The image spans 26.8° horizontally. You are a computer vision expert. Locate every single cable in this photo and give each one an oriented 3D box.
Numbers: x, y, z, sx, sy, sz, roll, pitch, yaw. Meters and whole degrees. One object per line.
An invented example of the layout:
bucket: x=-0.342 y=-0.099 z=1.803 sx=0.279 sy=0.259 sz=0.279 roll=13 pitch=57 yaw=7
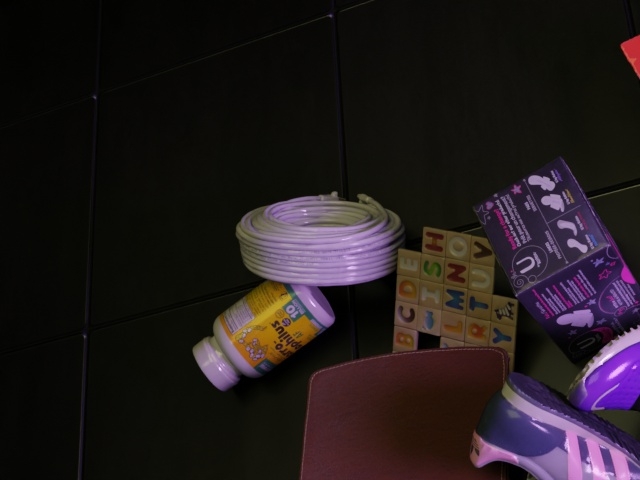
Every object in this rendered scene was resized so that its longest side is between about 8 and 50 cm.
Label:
cable: x=0.000 y=0.000 z=2.024 sx=0.257 sy=0.257 sz=0.089 roll=-149 pitch=56 yaw=-63

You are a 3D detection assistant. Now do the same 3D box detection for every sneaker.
sneaker: x=0.332 y=0.292 z=1.696 sx=0.131 sy=0.319 sz=0.112 roll=-56 pitch=10 yaw=13
sneaker: x=0.453 y=0.182 z=1.691 sx=0.293 sy=0.102 sz=0.146 roll=-14 pitch=58 yaw=-29

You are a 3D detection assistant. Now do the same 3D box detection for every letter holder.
letter holder: x=0.139 y=0.276 z=1.863 sx=0.302 sy=0.152 sz=0.214 roll=-10 pitch=59 yaw=24

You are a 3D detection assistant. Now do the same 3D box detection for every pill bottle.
pill bottle: x=-0.091 y=0.139 z=2.080 sx=0.208 sy=0.117 sz=0.117 roll=-36 pitch=53 yaw=7

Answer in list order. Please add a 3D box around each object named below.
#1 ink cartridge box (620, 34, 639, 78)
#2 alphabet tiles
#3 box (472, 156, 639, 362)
ink cartridge box: x=0.631 y=-0.205 z=1.807 sx=0.308 sy=0.091 sz=0.385 roll=-26 pitch=65 yaw=0
alphabet tiles: x=0.193 y=0.104 z=1.926 sx=0.198 sy=0.009 sz=0.237 roll=12 pitch=107 yaw=33
box: x=0.331 y=0.031 z=1.822 sx=0.142 sy=0.247 sz=0.163 roll=-30 pitch=54 yaw=11
